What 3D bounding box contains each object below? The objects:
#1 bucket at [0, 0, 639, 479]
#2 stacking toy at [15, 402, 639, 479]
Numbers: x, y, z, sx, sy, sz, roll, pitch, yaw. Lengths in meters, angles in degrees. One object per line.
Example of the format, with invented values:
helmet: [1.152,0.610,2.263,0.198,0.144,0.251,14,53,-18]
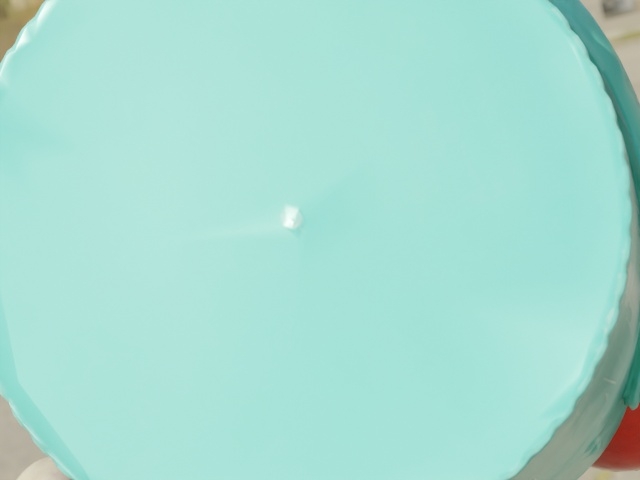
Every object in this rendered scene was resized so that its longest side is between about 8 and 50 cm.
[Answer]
bucket: [0.000,0.000,0.764,0.281,0.281,0.183,-13,-8,4]
stacking toy: [0.025,0.108,0.904,0.330,0.141,0.141,-25,6,12]
